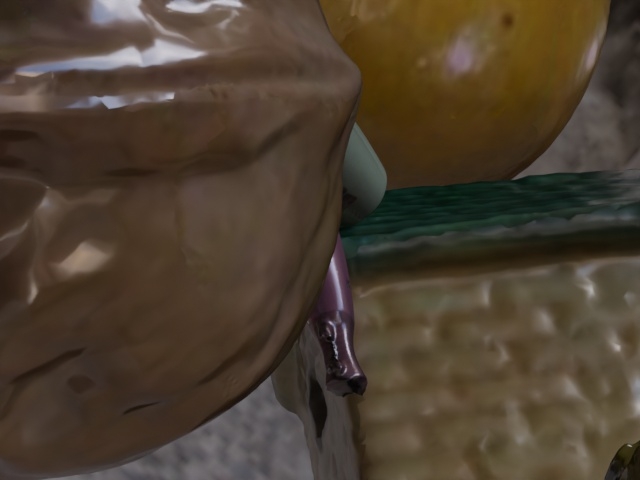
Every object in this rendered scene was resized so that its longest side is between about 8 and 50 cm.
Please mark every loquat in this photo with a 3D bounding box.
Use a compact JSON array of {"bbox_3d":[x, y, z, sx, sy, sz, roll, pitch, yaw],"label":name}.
[{"bbox_3d":[0.044,-0.191,1.200,0.328,0.359,0.328,23,38,-19],"label":"loquat"}]

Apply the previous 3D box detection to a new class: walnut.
[{"bbox_3d":[-0.118,-0.045,0.667,0.273,0.273,0.227,49,-8,26],"label":"walnut"}]

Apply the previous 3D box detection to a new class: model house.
[{"bbox_3d":[0.173,0.078,0.989,0.382,0.335,0.343,-7,66,-9],"label":"model house"}]

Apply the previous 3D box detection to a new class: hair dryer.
[{"bbox_3d":[-0.003,-0.001,0.826,0.106,0.054,0.154,45,31,-49],"label":"hair dryer"}]

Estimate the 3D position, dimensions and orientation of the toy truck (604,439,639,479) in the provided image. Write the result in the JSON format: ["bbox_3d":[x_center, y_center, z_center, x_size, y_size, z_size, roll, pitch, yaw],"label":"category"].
[{"bbox_3d":[0.202,0.101,0.602,0.224,0.165,0.147,18,33,-1],"label":"toy truck"}]
